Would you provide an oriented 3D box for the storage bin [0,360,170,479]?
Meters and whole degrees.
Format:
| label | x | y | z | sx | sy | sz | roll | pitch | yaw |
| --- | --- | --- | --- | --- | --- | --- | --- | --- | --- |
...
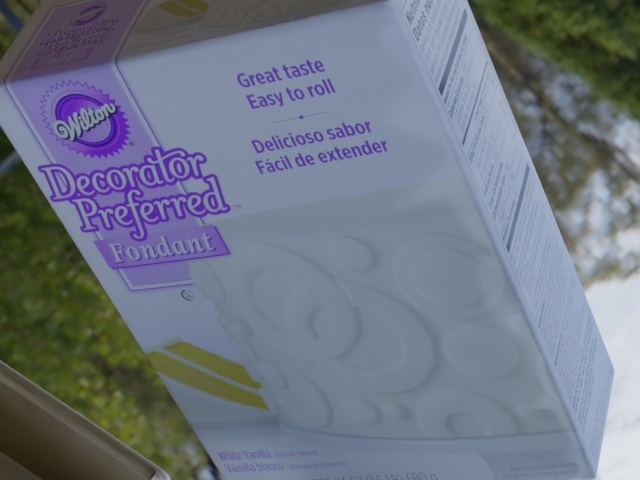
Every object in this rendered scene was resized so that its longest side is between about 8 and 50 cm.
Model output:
| label | x | y | z | sx | sy | sz | roll | pitch | yaw |
| --- | --- | --- | --- | --- | --- | --- | --- | --- | --- |
| storage bin | -0.295 | 0.251 | 1.293 | 0.262 | 0.260 | 0.123 | -56 | 178 | -40 |

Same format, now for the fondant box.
| label | x | y | z | sx | sy | sz | roll | pitch | yaw |
| --- | --- | --- | --- | --- | --- | --- | --- | --- | --- |
| fondant box | 0.000 | 0.000 | 0.875 | 0.238 | 0.330 | 0.096 | -8 | -143 | 26 |
